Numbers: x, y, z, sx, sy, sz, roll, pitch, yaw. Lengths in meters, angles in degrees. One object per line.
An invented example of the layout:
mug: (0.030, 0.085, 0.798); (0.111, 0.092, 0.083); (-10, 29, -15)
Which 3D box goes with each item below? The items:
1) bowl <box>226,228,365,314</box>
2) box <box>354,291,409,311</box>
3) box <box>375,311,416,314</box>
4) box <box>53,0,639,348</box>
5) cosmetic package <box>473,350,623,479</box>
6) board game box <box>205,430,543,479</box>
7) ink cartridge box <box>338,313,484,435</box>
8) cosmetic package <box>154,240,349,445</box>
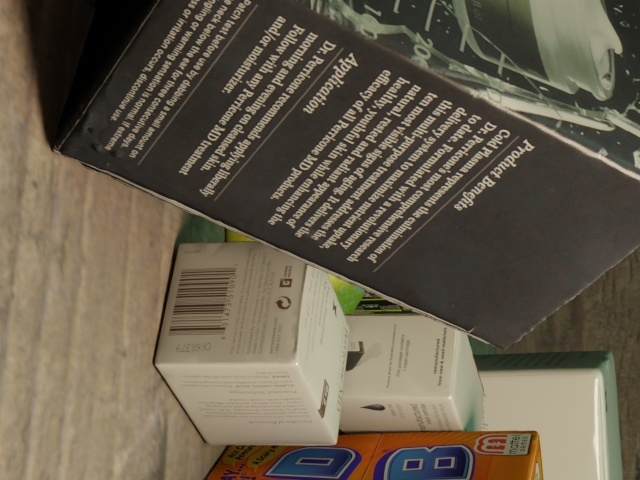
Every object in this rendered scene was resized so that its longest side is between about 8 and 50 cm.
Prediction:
bowl: (0.000, 0.000, 1.778); (0.289, 0.156, 0.289); (-3, 90, -76)
box: (0.079, 0.050, 1.998); (0.184, 0.190, 0.045); (54, 36, -63)
box: (0.159, 0.021, 2.406); (0.165, 0.143, 0.270); (-74, 156, -52)
box: (0.066, -0.230, 1.332); (0.297, 0.472, 0.480); (-44, -151, 45)
cosmetic package: (0.268, 0.351, 2.266); (0.329, 0.393, 0.327); (-1, 89, -75)
board game box: (0.052, 0.434, 1.490); (0.356, 0.356, 0.356); (-50, 135, -69)
ink cartridge box: (0.040, 0.179, 1.668); (0.197, 0.273, 0.114); (66, 28, -54)
cosmetic package: (-0.066, 0.111, 1.507); (0.184, 0.151, 0.151); (67, 26, -54)
